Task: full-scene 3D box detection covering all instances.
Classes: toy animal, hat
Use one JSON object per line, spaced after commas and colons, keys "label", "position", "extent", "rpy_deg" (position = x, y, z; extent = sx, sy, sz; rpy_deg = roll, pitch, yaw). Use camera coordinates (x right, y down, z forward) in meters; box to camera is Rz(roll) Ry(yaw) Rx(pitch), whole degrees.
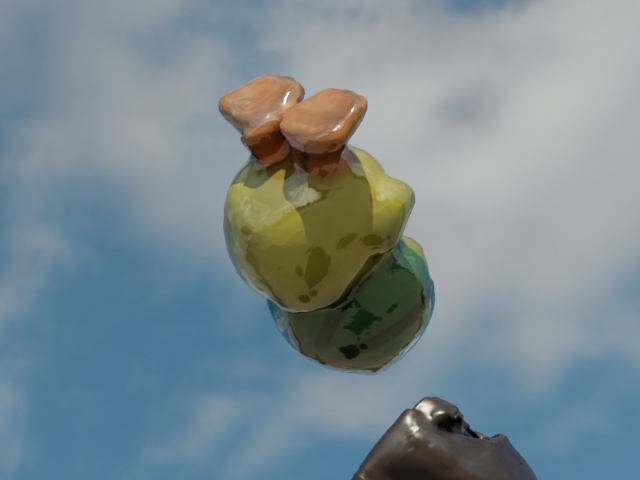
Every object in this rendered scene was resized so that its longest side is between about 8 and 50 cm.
{"label": "toy animal", "position": [-0.001, 0.003, 1.856], "extent": [0.191, 0.216, 0.338], "rpy_deg": [-43, -52, -30]}
{"label": "hat", "position": [0.110, 0.326, 1.513], "extent": [0.238, 0.209, 0.336], "rpy_deg": [1, -57, -47]}
